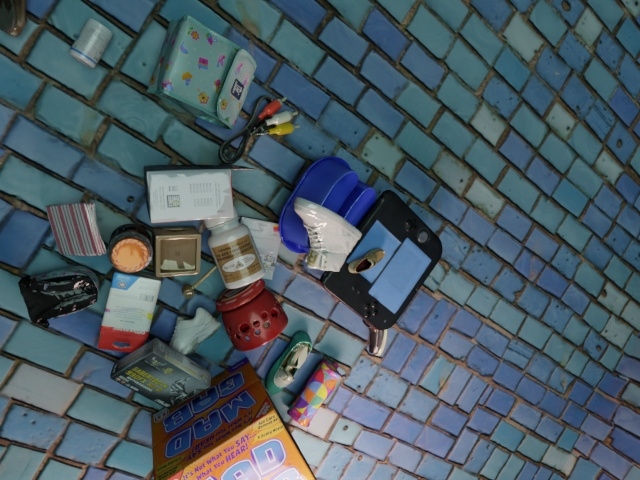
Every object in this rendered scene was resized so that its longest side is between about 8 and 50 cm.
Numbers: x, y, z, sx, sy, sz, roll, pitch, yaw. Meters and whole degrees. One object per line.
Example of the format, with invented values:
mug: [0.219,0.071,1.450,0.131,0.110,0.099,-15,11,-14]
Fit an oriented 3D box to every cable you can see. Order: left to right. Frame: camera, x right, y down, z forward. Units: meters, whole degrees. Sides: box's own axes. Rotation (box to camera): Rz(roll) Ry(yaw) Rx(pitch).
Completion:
cable: [-0.193,-0.341,1.418,0.287,0.072,0.139,-38,110,-30]

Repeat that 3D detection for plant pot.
plant pot: [-0.220,0.223,1.485,0.191,0.191,0.174,-30,107,-14]

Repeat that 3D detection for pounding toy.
pounding toy: [-0.409,0.065,1.438,0.181,0.094,0.206,-3,111,-26]

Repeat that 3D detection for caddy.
caddy: [0.013,-0.101,1.523,0.241,0.179,0.341,35,86,-46]

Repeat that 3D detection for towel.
towel: [-0.660,-0.030,1.283,0.029,0.197,0.144,-28,114,-56]

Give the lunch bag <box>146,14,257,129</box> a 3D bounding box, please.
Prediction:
lunch bag: [-0.314,-0.457,1.334,0.262,0.160,0.223,20,89,-40]

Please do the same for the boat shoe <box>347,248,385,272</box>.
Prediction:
boat shoe: [0.153,0.069,1.497,0.135,0.045,0.050,-29,111,-18]

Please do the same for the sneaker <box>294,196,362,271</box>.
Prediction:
sneaker: [0.000,0.000,1.356,0.292,0.108,0.169,32,85,-48]

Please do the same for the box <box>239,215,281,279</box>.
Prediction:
box: [-0.207,0.025,1.532,0.145,0.038,0.186,10,97,-22]

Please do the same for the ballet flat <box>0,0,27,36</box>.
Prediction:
ballet flat: [-0.759,-0.635,1.181,0.084,0.058,0.249,4,95,14]

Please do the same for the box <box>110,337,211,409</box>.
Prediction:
box: [-0.474,0.405,1.429,0.183,0.056,0.231,-31,126,18]

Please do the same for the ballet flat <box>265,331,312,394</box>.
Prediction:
ballet flat: [-0.107,0.429,1.624,0.083,0.087,0.247,31,89,-24]

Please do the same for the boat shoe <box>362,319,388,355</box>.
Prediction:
boat shoe: [0.191,0.271,1.708,0.092,0.103,0.285,5,95,-17]

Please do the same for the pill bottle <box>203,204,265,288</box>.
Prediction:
pill bottle: [-0.263,0.018,1.423,0.131,0.131,0.229,-23,100,-16]

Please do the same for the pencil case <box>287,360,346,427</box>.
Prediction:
pencil case: [-0.016,0.537,1.678,0.104,0.104,0.236,39,85,-23]

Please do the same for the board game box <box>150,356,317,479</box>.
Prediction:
board game box: [-0.265,0.659,1.462,0.356,0.356,0.356,-30,110,-13]

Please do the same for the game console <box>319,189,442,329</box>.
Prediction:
game console: [0.217,0.077,1.580,0.342,0.060,0.386,41,81,-32]

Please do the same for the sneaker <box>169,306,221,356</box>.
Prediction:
sneaker: [-0.424,0.295,1.487,0.232,0.090,0.115,-40,83,1]

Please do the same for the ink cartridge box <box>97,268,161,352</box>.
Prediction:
ink cartridge box: [-0.565,0.207,1.406,0.134,0.078,0.231,14,95,-23]

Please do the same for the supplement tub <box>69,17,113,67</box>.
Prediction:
supplement tub: [-0.603,-0.518,1.252,0.071,0.071,0.107,30,88,-24]

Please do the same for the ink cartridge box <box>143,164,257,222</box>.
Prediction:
ink cartridge box: [-0.334,-0.139,1.302,0.272,0.309,0.130,-5,102,-20]

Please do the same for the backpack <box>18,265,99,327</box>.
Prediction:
backpack: [-0.712,0.138,1.316,0.182,0.115,0.152,-15,117,-19]

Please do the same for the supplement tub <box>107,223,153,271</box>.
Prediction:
supplement tub: [-0.528,0.022,1.322,0.117,0.190,0.117,-5,103,-21]
